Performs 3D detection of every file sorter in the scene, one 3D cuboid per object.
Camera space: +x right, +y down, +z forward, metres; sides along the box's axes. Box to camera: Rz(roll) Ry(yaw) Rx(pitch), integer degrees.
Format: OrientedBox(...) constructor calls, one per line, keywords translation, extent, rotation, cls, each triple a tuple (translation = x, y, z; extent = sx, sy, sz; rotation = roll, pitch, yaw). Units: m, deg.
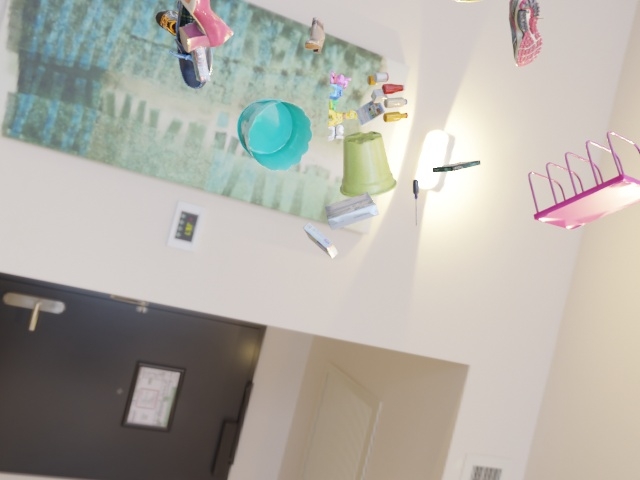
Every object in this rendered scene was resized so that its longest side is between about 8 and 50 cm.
OrientedBox(translation=(0.827, -0.182, 1.652), extent=(0.291, 0.202, 0.182), rotation=(-33, -126, 49), cls="file sorter")

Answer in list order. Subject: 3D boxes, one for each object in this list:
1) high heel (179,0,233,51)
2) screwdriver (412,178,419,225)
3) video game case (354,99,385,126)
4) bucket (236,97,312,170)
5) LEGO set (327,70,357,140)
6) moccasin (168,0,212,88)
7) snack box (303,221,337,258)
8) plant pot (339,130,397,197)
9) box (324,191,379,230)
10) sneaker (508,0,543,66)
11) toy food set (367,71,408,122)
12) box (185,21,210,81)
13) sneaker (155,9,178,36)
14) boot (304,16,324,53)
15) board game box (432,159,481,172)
OrientedBox(translation=(-0.220, -0.476, 1.066), extent=(0.082, 0.117, 0.244), rotation=(55, -22, 16), cls="high heel")
OrientedBox(translation=(0.334, -0.133, 1.875), extent=(0.025, 0.024, 0.169), rotation=(-137, -140, -59), cls="screwdriver")
OrientedBox(translation=(0.217, -0.563, 2.336), extent=(0.122, 0.011, 0.087), rotation=(-28, -111, 22), cls="video game case")
OrientedBox(translation=(-0.189, -0.433, 2.130), extent=(0.183, 0.282, 0.280), rotation=(43, -63, 55), cls="bucket")
OrientedBox(translation=(0.074, -0.435, 1.752), extent=(0.087, 0.093, 0.227), rotation=(-86, 179, -72), cls="LEGO set")
OrientedBox(translation=(-0.427, -0.643, 1.715), extent=(0.116, 0.138, 0.341), rotation=(-75, 172, -48), cls="moccasin")
OrientedBox(translation=(0.000, 0.000, 2.102), extent=(0.037, 0.100, 0.141), rotation=(-45, -118, -7), cls="snack box")
OrientedBox(translation=(0.212, -0.369, 2.512), extent=(0.276, 0.277, 0.253), rotation=(-117, -165, -62), cls="plant pot")
OrientedBox(translation=(0.089, -0.090, 1.592), extent=(0.186, 0.145, 0.038), rotation=(-101, 172, -73), cls="box")
OrientedBox(translation=(0.851, -0.875, 2.235), extent=(0.112, 0.121, 0.299), rotation=(-119, -171, -48), cls="sneaker")
OrientedBox(translation=(0.284, -0.603, 2.192), extent=(0.111, 0.105, 0.232), rotation=(115, -40, -57), cls="toy food set")
OrientedBox(translation=(-0.304, -0.466, 1.324), extent=(0.094, 0.027, 0.136), rotation=(-132, -149, -63), cls="box")
OrientedBox(translation=(-0.577, -0.847, 2.088), extent=(0.083, 0.215, 0.084), rotation=(-22, 137, -55), cls="sneaker")
OrientedBox(translation=(-0.016, -0.568, 1.467), extent=(0.118, 0.042, 0.086), rotation=(-29, 123, -77), cls="boot")
OrientedBox(translation=(0.617, -0.337, 2.427), extent=(0.126, 0.186, 0.026), rotation=(6, -72, 57), cls="board game box")
